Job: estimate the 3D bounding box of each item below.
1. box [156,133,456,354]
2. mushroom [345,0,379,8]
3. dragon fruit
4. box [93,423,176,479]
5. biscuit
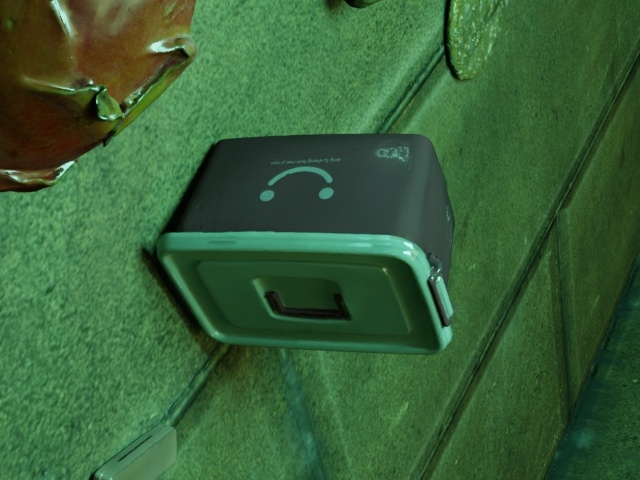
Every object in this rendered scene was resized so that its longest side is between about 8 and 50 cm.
[{"bbox_3d":[0.000,0.000,1.154,0.193,0.294,0.167,68,31,-47],"label":"box"},{"bbox_3d":[0.053,-0.431,1.305,0.100,0.081,0.312,-131,-139,-69],"label":"mushroom"},{"bbox_3d":[-0.198,-0.179,0.759,0.250,0.250,0.315,-6,102,-62],"label":"dragon fruit"},{"bbox_3d":[-0.189,0.232,1.142,0.115,0.025,0.048,-34,134,-54],"label":"box"},{"bbox_3d":[0.245,-0.359,1.753,0.220,0.033,0.220,-35,131,-53],"label":"biscuit"}]
